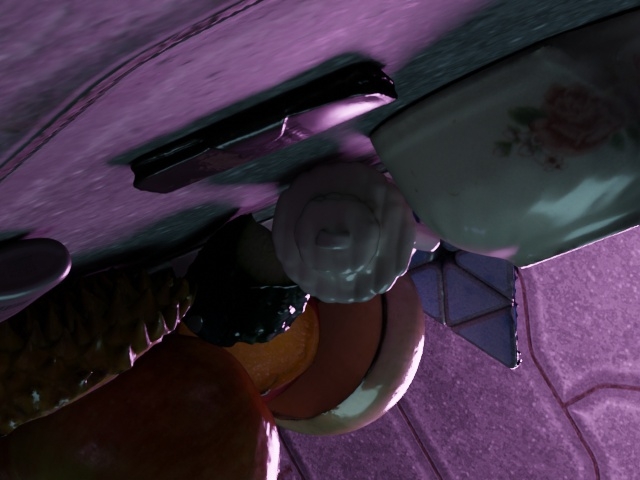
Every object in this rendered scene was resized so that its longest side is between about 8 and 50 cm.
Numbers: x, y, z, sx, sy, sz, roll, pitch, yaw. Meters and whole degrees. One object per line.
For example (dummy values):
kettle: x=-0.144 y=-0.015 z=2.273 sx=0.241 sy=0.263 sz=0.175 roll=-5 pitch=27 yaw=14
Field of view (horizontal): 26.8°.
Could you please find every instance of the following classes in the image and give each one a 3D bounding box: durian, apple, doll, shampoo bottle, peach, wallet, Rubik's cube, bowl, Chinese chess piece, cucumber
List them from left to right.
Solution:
shampoo bottle: x=-0.232 y=0.038 z=0.925 sx=0.080 sy=0.040 sz=0.165 roll=-20 pitch=177 yaw=-33
durian: x=-0.259 y=0.099 z=1.163 sx=0.341 sy=0.112 sz=0.191 roll=-27 pitch=179 yaw=-16
apple: x=-0.183 y=0.225 z=1.363 sx=0.309 sy=0.277 sz=0.250 roll=1 pitch=-150 yaw=37
peach: x=-0.112 y=0.111 z=1.533 sx=0.226 sy=0.189 sz=0.196 roll=-15 pitch=133 yaw=15
cucumber: x=-0.079 y=0.047 z=1.257 sx=0.086 sy=0.115 sz=0.193 roll=-35 pitch=175 yaw=-30
wallet: x=-0.033 y=-0.062 z=0.773 sx=0.157 sy=0.018 sz=0.082 roll=-21 pitch=176 yaw=11
Chinese chess piece: x=0.004 y=0.111 z=1.651 sx=0.257 sy=0.257 sz=0.104 roll=-23 pitch=152 yaw=26
doll: x=0.033 y=-0.013 z=1.169 sx=0.138 sy=0.119 sz=0.293 roll=18 pitch=-172 yaw=9
Rubik's cube: x=0.181 y=-0.011 z=1.719 sx=0.233 sy=0.228 sz=0.229 roll=29 pitch=-175 yaw=-38
bowl: x=0.188 y=-0.067 z=1.030 sx=0.277 sy=0.145 sz=0.277 roll=-21 pitch=178 yaw=-1

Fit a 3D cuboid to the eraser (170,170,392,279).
eraser: x=0.000 y=0.000 z=1.385 sx=0.298 sy=0.076 sz=0.078 roll=-22 pitch=175 yaw=7
